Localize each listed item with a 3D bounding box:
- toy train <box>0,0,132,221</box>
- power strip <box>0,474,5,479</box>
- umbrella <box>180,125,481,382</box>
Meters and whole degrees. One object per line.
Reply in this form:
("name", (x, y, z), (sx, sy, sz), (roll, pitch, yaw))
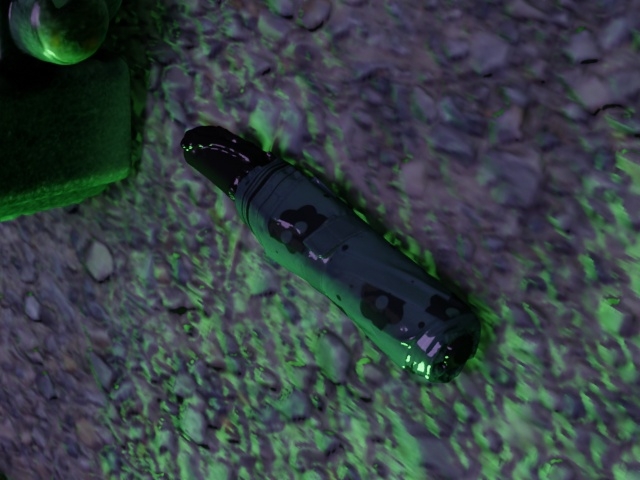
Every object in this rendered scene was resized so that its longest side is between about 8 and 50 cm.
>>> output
("toy train", (-0.256, -0.141, 1.043), (0.299, 0.166, 0.238), (22, 119, 44))
("power strip", (-0.301, 0.206, 1.165), (0.286, 0.080, 0.048), (34, 111, 41))
("umbrella", (0.001, 0.001, 0.859), (0.250, 0.052, 0.053), (38, 153, 36))
